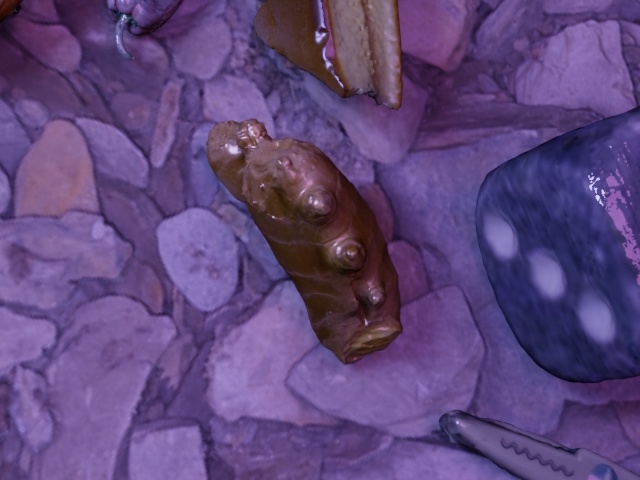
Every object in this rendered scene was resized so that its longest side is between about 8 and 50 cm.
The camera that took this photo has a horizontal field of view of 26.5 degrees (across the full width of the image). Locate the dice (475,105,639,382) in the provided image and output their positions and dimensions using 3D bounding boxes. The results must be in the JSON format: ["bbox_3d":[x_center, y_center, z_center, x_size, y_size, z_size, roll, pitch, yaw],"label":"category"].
[{"bbox_3d":[0.238,-0.002,1.018,0.182,0.182,0.183,-21,89,-27],"label":"dice"}]

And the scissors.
[{"bbox_3d":[0.214,0.191,1.042,0.289,0.041,0.138,26,77,-17],"label":"scissors"}]

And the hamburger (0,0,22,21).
[{"bbox_3d":[-0.274,-0.230,0.859,0.231,0.107,0.230,-15,110,-48],"label":"hamburger"}]

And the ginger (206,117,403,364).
[{"bbox_3d":[0.002,-0.007,0.953,0.205,0.115,0.081,51,48,-10],"label":"ginger"}]

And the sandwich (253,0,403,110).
[{"bbox_3d":[0.003,-0.204,1.016,0.090,0.088,0.244,1,74,-32],"label":"sandwich"}]

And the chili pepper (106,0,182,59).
[{"bbox_3d":[-0.115,-0.200,0.985,0.153,0.041,0.050,-62,147,-22],"label":"chili pepper"}]
